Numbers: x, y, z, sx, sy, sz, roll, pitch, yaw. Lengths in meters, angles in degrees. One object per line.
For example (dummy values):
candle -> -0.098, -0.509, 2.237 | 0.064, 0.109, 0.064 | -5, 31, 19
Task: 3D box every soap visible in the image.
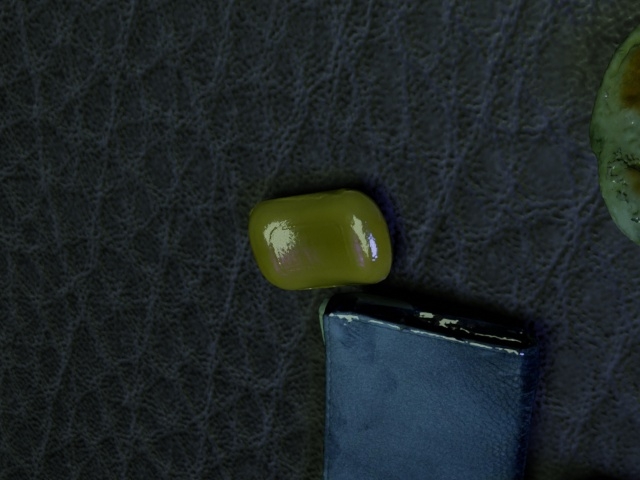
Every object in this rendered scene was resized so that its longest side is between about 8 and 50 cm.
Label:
soap -> 0.000, -0.001, 1.189 | 0.140, 0.045, 0.089 | -6, 112, 32

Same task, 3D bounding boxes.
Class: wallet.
wallet -> 0.090, 0.226, 1.225 | 0.191, 0.046, 0.378 | 9, 119, 14

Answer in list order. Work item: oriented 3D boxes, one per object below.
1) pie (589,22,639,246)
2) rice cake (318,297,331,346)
pie -> 0.290, -0.082, 0.910 | 0.241, 0.054, 0.240 | -15, 60, 27
rice cake -> 0.035, 0.135, 1.244 | 0.042, 0.030, 0.180 | -1, 114, 27
